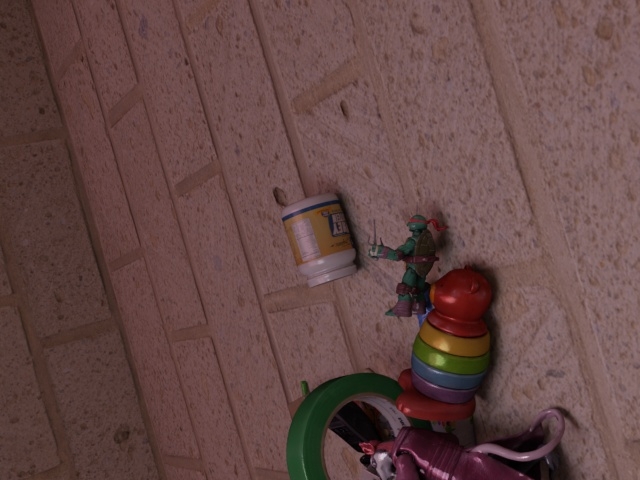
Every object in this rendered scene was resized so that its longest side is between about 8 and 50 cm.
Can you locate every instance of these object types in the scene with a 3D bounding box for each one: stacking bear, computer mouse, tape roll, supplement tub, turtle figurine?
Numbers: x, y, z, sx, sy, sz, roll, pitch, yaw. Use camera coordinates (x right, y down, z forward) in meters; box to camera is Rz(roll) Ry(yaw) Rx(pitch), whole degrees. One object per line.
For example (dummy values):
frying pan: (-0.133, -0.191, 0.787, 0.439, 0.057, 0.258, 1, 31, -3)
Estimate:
stacking bear: (0.258, 0.193, 1.610, 0.175, 0.164, 0.288, -65, -14, -71)
computer mouse: (0.087, 0.456, 1.993, 0.272, 0.072, 0.188, 44, 153, -10)
tape roll: (0.088, 0.437, 1.682, 0.077, 0.321, 0.321, -29, 79, 57)
supplement tub: (0.000, 0.000, 1.929, 0.144, 0.144, 0.199, -25, 83, 57)
turtle figurine: (0.178, 0.034, 1.643, 0.118, 0.175, 0.234, 2, 90, 48)

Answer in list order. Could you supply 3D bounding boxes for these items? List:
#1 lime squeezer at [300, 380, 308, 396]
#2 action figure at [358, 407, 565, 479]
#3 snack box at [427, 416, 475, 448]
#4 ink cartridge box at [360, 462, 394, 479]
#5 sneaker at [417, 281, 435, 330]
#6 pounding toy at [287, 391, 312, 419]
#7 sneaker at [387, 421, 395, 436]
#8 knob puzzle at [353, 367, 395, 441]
lime squeezer: (-0.039, 0.559, 2.306, 0.110, 0.059, 0.310, 30, 128, 48)
action figure: (0.244, 0.434, 1.538, 0.370, 0.248, 0.275, 16, 123, 19)
snack box: (0.255, 0.420, 1.785, 0.174, 0.070, 0.207, 7, 110, 56)
ink cartridge box: (0.153, 0.607, 1.975, 0.104, 0.060, 0.180, 25, 136, 24)
sneaker: (0.223, 0.161, 1.733, 0.085, 0.058, 0.152, 31, 123, 41)
pounding toy: (-0.005, 0.448, 2.138, 0.141, 0.130, 0.100, -43, 67, 54)
sneaker: (0.185, 0.399, 1.898, 0.052, 0.058, 0.135, -41, 62, 40)
knob puzzle: (0.128, 0.412, 2.013, 0.213, 0.030, 0.213, 29, 126, 49)
